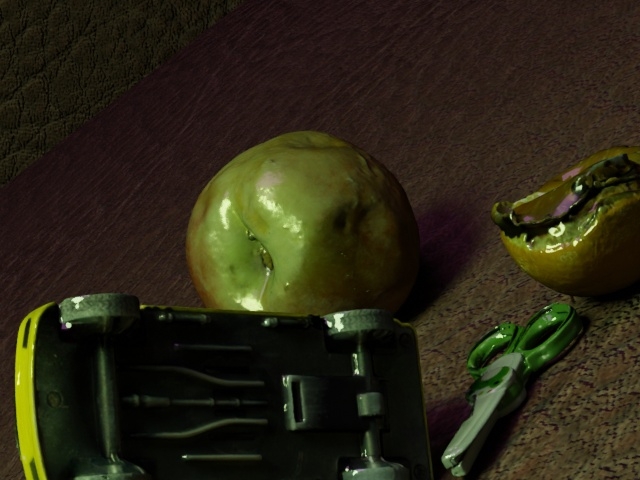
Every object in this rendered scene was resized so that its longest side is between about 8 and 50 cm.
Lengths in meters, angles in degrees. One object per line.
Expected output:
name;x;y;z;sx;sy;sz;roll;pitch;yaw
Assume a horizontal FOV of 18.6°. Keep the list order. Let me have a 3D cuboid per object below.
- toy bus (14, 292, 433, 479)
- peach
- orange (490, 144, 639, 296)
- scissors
toy bus;-0.081;0.124;1.403;0.330;0.144;0.152;5;-17;-36
peach;0.000;0.000;1.809;0.214;0.214;0.235;-20;4;39
orange;0.219;-0.013;1.555;0.170;0.112;0.160;-13;1;-12
scissors;0.136;0.115;1.496;0.101;0.027;0.204;-26;16;33
